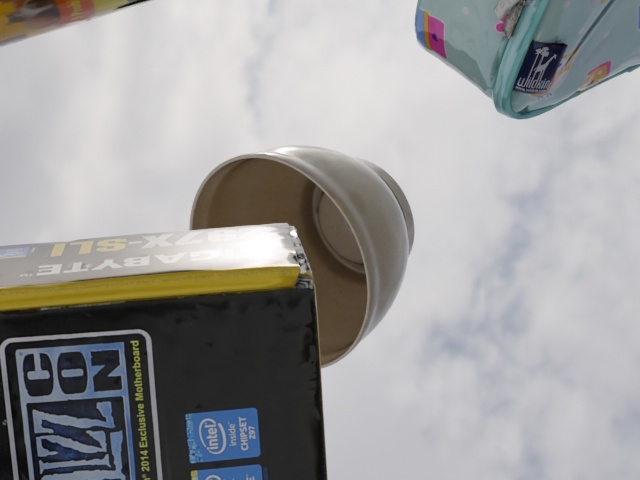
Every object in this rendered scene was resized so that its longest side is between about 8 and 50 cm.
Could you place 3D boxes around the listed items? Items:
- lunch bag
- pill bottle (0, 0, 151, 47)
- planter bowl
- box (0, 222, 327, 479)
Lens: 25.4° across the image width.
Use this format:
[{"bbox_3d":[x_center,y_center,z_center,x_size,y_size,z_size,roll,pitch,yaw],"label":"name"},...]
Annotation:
[{"bbox_3d":[0.195,-0.207,0.902,0.108,0.279,0.224,47,-37,22],"label":"lunch bag"},{"bbox_3d":[-0.115,-0.146,0.582,0.117,0.215,0.117,162,-90,-88],"label":"pill bottle"},{"bbox_3d":[0.000,0.000,1.033,0.162,0.109,0.162,17,-61,33],"label":"planter bowl"},{"bbox_3d":[-0.121,0.162,0.570,0.079,0.257,0.322,-114,-160,-72],"label":"box"}]
